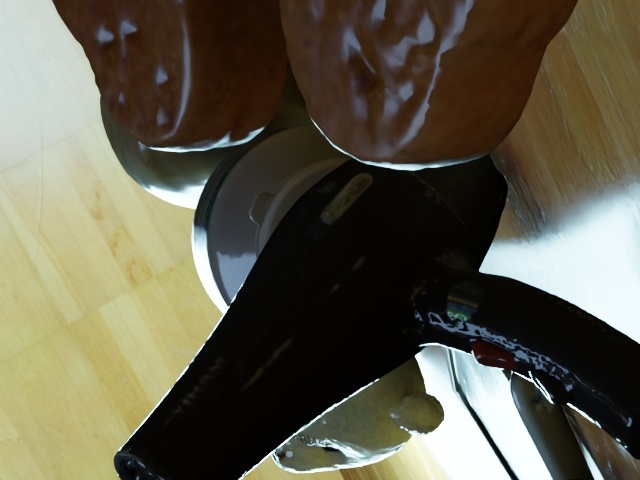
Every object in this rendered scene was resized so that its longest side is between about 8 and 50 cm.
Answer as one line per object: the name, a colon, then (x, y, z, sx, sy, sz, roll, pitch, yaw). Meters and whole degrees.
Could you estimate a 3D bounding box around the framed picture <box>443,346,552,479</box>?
framed picture: (0.114, 0.104, 1.218, 0.150, 0.015, 0.203, 58, 173, 28)

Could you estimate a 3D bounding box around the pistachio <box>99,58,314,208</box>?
pistachio: (-0.071, -0.086, 1.309, 0.153, 0.138, 0.238, 26, 175, -3)

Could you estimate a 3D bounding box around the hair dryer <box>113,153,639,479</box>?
hair dryer: (0.065, 0.063, 0.827, 0.271, 0.235, 0.091, 21, 145, 37)

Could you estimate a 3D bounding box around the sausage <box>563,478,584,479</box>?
sausage: (0.207, 0.319, 1.083, 0.419, 0.094, 0.094, 64, 163, -15)

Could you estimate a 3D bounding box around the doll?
doll: (0.001, 0.097, 1.591, 0.175, 0.149, 0.278, 29, -169, -7)

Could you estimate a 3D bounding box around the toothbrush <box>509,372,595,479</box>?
toothbrush: (0.183, 0.231, 1.132, 0.386, 0.040, 0.040, 63, 173, -20)

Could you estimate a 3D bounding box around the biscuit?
biscuit: (-0.022, -0.181, 0.448, 0.202, 0.047, 0.334, 2, 104, 56)

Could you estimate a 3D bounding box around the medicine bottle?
medicine bottle: (0.000, 0.000, 1.114, 0.135, 0.135, 0.215, 61, 174, -5)
